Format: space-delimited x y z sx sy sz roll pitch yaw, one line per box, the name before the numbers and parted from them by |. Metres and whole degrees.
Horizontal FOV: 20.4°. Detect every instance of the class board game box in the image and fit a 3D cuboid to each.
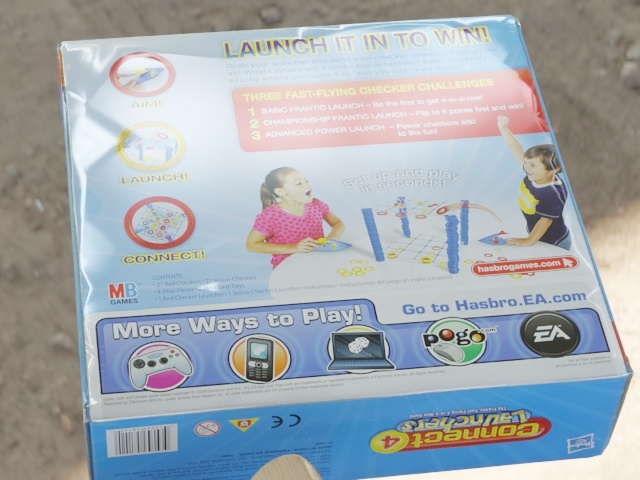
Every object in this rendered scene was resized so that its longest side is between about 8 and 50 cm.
board game box | 0.000 0.000 1.096 0.308 0.086 0.302 -4 49 -8

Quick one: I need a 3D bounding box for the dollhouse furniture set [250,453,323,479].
dollhouse furniture set | -0.036 0.226 0.907 0.242 0.212 0.161 -40 40 5
